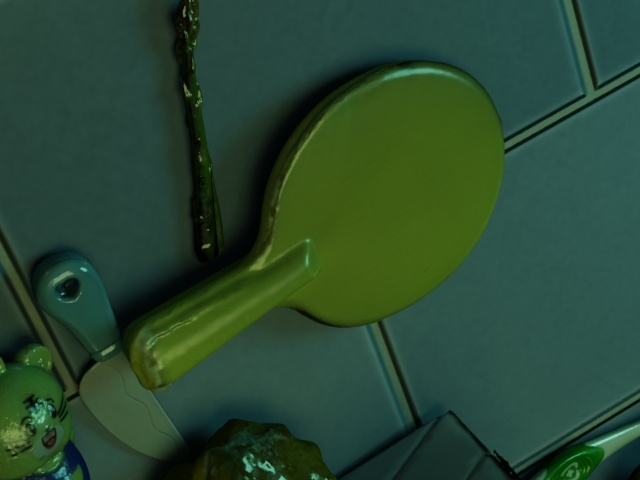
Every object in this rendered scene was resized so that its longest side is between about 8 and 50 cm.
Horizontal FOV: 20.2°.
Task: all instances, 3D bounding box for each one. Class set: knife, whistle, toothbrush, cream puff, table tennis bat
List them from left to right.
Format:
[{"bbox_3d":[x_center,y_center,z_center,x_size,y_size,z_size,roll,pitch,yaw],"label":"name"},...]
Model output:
[{"bbox_3d":[-0.222,0.183,1.379,0.105,0.085,0.227,-41,129,-41],"label":"whistle"},{"bbox_3d":[-0.166,0.104,1.416,0.058,0.032,0.244,-32,130,-13],"label":"knife"},{"bbox_3d":[-0.063,0.223,1.482,0.146,0.146,0.116,23,141,-36],"label":"cream puff"},{"bbox_3d":[0.000,0.000,1.425,0.369,0.054,0.224,-35,130,-16],"label":"table tennis bat"},{"bbox_3d":[0.220,0.219,1.682,0.418,0.040,0.042,-22,120,-11],"label":"toothbrush"}]

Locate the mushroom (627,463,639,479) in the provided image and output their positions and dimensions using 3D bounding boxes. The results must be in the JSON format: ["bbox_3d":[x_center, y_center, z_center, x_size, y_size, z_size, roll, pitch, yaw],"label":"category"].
[{"bbox_3d":[0.416,0.267,1.787,0.312,0.081,0.100,15,119,-38],"label":"mushroom"}]

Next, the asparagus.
[{"bbox_3d":[-0.093,-0.085,1.353,0.023,0.022,0.232,8,124,17],"label":"asparagus"}]

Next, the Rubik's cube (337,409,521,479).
[{"bbox_3d":[0.102,0.324,1.531,0.231,0.221,0.224,-32,119,-6],"label":"Rubik's cube"}]
